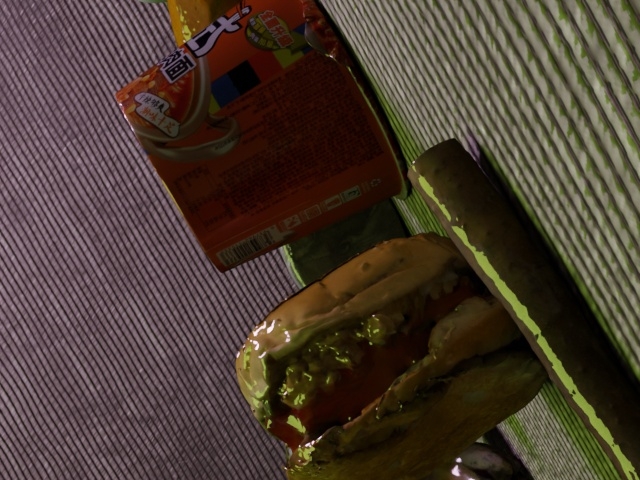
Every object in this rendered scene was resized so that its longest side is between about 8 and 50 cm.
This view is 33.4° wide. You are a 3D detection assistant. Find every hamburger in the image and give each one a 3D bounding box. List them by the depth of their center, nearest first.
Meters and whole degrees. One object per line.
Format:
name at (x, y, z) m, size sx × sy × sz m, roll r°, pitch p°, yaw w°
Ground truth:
hamburger at (0.049, 0.099, 0.852) m, size 0.163 × 0.244 × 0.244 m, roll 62°, pitch 178°, yaw 24°

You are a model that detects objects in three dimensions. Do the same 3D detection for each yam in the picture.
yam at (0.157, 0.077, 0.634) m, size 0.327 × 0.045 × 0.045 m, roll 58°, pitch 145°, yaw 18°

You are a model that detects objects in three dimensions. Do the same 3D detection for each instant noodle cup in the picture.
instant noodle cup at (-0.060, -0.099, 0.999) m, size 0.250 × 0.192 × 0.250 m, roll 59°, pitch 176°, yaw 6°

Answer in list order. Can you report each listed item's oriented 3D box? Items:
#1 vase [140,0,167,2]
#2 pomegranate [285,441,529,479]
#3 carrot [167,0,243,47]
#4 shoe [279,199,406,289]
vase at (-0.227, -0.424, 1.333) m, size 0.128 × 0.128 × 0.248 m, roll 57°, pitch 166°, yaw 40°
pomegranate at (0.120, 0.280, 1.396) m, size 0.340 × 0.285 × 0.285 m, roll 8°, pitch 137°, yaw 42°
carrot at (-0.085, -0.189, 1.316) m, size 0.302 × 0.114 × 0.114 m, roll 61°, pitch 176°, yaw -21°
shoe at (0.039, 0.041, 1.231) m, size 0.342 × 0.132 × 0.210 m, roll 57°, pitch 175°, yaw -16°
